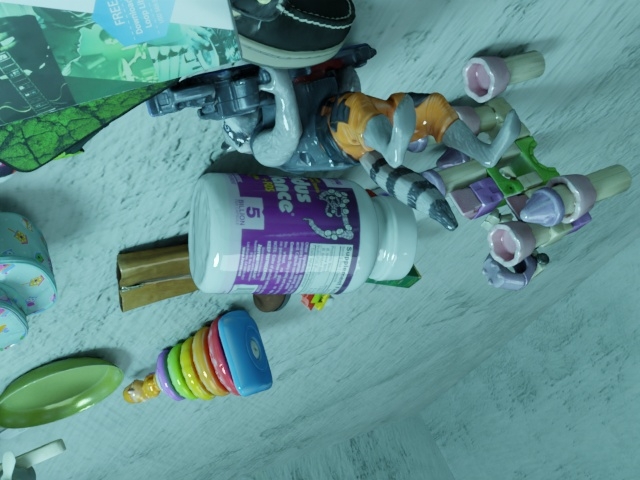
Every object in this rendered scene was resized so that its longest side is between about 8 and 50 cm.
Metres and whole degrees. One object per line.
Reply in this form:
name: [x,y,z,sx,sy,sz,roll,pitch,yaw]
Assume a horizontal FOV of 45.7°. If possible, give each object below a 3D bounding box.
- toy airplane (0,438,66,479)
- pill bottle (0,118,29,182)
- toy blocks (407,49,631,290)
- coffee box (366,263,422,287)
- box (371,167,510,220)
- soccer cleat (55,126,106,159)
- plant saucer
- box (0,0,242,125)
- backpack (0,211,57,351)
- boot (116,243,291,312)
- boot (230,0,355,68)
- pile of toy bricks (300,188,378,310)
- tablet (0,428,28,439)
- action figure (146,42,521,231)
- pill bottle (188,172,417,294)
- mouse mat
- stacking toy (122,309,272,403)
toy airplane: [-0.680,0.460,1.286,0.386,0.272,0.384,-41,154,28]
pill bottle: [-0.313,-0.118,0.702,0.108,0.108,0.193,-1,145,-46]
toy blocks: [0.236,-0.078,1.158,0.260,0.288,0.309,-20,159,-26]
coffee box: [0.115,0.033,1.466,0.040,0.113,0.184,-42,152,23]
box: [0.234,-0.098,1.381,0.324,0.063,0.067,-21,154,-16]
soccer cleat: [-0.245,-0.146,0.792,0.072,0.060,0.179,-15,162,-48]
plant saucer: [-0.488,0.277,1.411,0.241,0.037,0.241,-23,157,-11]
box: [-0.229,-0.180,0.485,0.322,0.058,0.232,-16,140,-4]
backpack: [-0.414,0.054,0.908,0.188,0.144,0.166,-25,152,-12]
boot: [-0.187,0.075,1.250,0.281,0.096,0.264,-19,155,-18]
boot: [-0.040,-0.299,0.599,0.377,0.138,0.284,11,136,-45]
pile of toy bricks: [0.000,0.000,1.219,0.105,0.118,0.212,5,118,-54]
tablet: [-0.607,0.379,1.531,0.083,0.006,0.054,-29,157,5]
action figure: [-0.009,-0.113,0.816,0.341,0.330,0.178,-22,115,-41]
pill bottle: [-0.024,-0.007,1.076,0.302,0.169,0.169,1,147,-21]
mouse mat: [-0.226,-0.130,0.621,0.190,0.007,0.152,-29,148,14]
stacking toy: [-0.261,0.261,1.512,0.302,0.165,0.175,-21,170,13]
